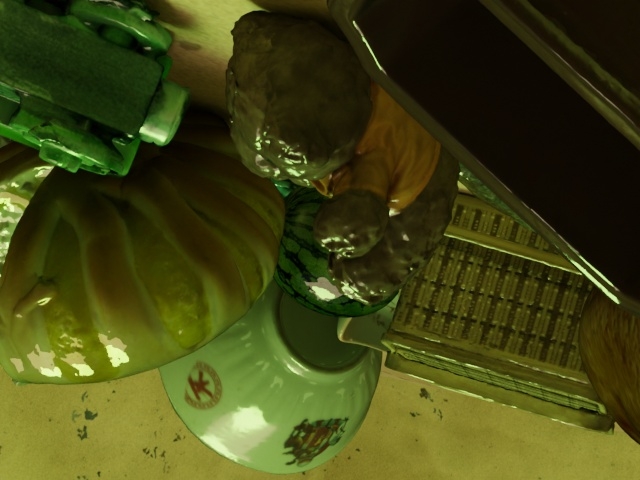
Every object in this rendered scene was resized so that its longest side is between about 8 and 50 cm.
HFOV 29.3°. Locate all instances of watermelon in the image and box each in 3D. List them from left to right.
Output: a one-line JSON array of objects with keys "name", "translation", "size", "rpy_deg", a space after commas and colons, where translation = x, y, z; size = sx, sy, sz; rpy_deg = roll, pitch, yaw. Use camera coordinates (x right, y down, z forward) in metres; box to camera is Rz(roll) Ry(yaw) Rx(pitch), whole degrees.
[{"name": "watermelon", "translation": [0.000, 0.000, 1.222], "size": [0.187, 0.141, 0.140], "rpy_deg": [24, 170, -16]}]

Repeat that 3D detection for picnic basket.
[{"name": "picnic basket", "translation": [0.203, 0.087, 1.239], "size": [0.228, 0.175, 0.313], "rpy_deg": [15, 170, 17]}]

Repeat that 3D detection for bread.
[{"name": "bread", "translation": [-0.182, -0.021, 1.075], "size": [0.333, 0.333, 0.160], "rpy_deg": [12, 131, 33]}]

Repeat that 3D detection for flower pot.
[{"name": "flower pot", "translation": [0.126, -0.066, 0.549], "size": [0.251, 0.084, 0.179], "rpy_deg": [42, 169, -1]}]

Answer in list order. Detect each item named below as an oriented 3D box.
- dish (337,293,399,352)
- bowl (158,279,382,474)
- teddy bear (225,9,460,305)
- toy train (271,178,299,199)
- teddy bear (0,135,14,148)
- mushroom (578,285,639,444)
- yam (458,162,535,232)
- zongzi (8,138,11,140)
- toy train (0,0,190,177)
[{"name": "dish", "translation": [0.126, 0.080, 1.538], "size": [0.212, 0.151, 0.077], "rpy_deg": [25, -149, -41]}, {"name": "bowl", "translation": [-0.033, 0.121, 1.590], "size": [0.337, 0.337, 0.157], "rpy_deg": [21, 150, -23]}, {"name": "teddy bear", "translation": [0.011, -0.072, 0.817], "size": [0.140, 0.177, 0.190], "rpy_deg": [-36, 141, 20]}, {"name": "toy train", "translation": [-0.094, -0.021, 1.375], "size": [0.203, 0.112, 0.163], "rpy_deg": [16, 177, 16]}, {"name": "teddy bear", "translation": [-0.390, -0.104, 1.300], "size": [0.236, 0.151, 0.267], "rpy_deg": [17, 169, -42]}, {"name": "mushroom", "translation": [0.315, 0.051, 0.719], "size": [0.345, 0.239, 0.345], "rpy_deg": [4, -165, -1]}, {"name": "yam", "translation": [0.184, -0.029, 0.956], "size": [0.274, 0.061, 0.061], "rpy_deg": [25, 168, -37]}, {"name": "zongzi", "translation": [-0.281, -0.148, 1.169], "size": [0.067, 0.073, 0.083], "rpy_deg": [20, 131, -15]}, {"name": "toy train", "translation": [-0.219, -0.129, 0.899], "size": [0.243, 0.132, 0.188], "rpy_deg": [22, 175, -13]}]
